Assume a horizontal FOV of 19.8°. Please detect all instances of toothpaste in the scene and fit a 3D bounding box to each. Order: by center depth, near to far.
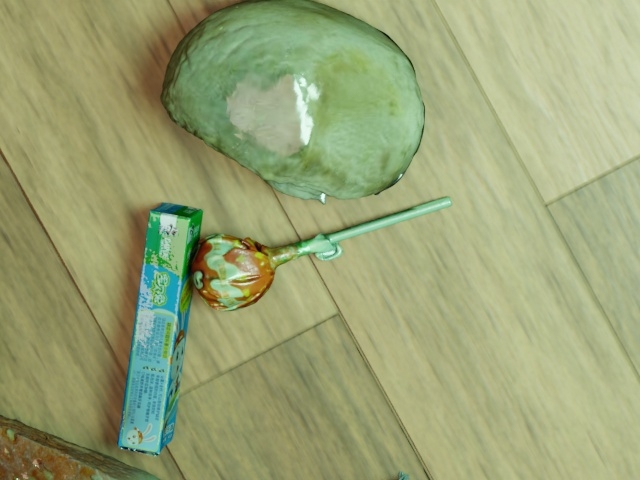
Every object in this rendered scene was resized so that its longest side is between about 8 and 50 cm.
[{"bbox_3d":[-0.174,0.096,1.987,0.050,0.065,0.266,10,101,10],"label":"toothpaste"}]

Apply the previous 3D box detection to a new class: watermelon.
[{"bbox_3d":[-0.321,0.288,2.036,0.257,0.140,0.193,35,96,12],"label":"watermelon"}]

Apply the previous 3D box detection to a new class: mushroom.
[{"bbox_3d":[-0.027,-0.147,1.866,0.267,0.164,0.189,36,105,4],"label":"mushroom"}]

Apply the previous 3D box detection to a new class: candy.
[{"bbox_3d":[0.000,-0.001,1.943,0.288,0.078,0.084,-19,75,5],"label":"candy"}]

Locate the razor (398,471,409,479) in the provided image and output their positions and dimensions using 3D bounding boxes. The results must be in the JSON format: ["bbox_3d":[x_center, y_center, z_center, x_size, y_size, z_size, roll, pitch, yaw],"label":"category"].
[{"bbox_3d":[-0.017,0.299,2.000,0.232,0.068,0.106,4,99,18],"label":"razor"}]
